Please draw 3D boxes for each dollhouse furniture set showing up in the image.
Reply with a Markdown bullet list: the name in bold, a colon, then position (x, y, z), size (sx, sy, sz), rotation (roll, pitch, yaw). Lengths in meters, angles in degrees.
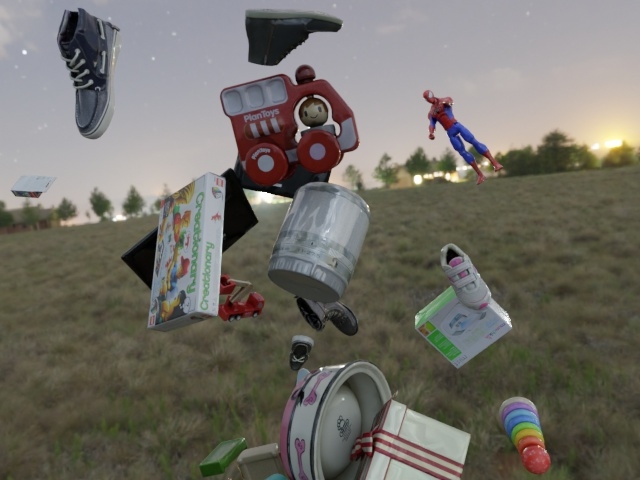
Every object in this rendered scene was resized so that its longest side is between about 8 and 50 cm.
- **dollhouse furniture set**: position (-0.199, 0.737, 1.695), size (0.302, 0.197, 0.151), rotation (-20, 0, 22)

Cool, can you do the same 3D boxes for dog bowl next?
- **dog bowl**: position (0.047, 0.537, 1.510), size (0.150, 0.407, 0.408), rotation (-3, 7, 37)

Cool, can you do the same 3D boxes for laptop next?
- **laptop**: position (-0.415, -0.026, 1.648), size (0.382, 0.408, 0.236), rotation (-43, 59, -16)

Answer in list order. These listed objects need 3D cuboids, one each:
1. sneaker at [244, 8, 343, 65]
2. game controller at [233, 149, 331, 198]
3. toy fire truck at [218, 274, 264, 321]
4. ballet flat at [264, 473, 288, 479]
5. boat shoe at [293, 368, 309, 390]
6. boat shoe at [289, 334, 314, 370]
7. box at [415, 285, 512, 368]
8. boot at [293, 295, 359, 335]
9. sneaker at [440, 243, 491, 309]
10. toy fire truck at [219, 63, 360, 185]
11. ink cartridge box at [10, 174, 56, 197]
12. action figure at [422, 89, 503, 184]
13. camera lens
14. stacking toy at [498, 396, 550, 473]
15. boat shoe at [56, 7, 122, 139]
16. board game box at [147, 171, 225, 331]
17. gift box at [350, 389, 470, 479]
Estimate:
- **sneaker**: position (-0.061, -0.458, 1.217), size (0.222, 0.118, 0.083), rotation (-3, 28, -12)
- **game controller**: position (-0.118, -0.216, 1.597), size (0.319, 0.166, 0.067), rotation (13, 5, 24)
- **toy fire truck**: position (-0.224, 0.156, 1.485), size (0.192, 0.135, 0.047), rotation (-2, 35, -48)
- **ballet flat**: position (-0.174, 0.663, 1.332), size (0.086, 0.086, 0.248), rotation (-2, 0, 45)
- **boat shoe**: position (-0.077, 0.608, 2.150), size (0.065, 0.183, 0.083), rotation (12, -18, 1)
- **boat shoe**: position (-0.071, 0.401, 1.898), size (0.078, 0.070, 0.219), rotation (11, -34, -1)
- **box**: position (0.524, 0.299, 1.988), size (0.262, 0.231, 0.127), rotation (-44, 5, 21)
- **boot**: position (0.018, 0.264, 1.863), size (0.091, 0.263, 0.229), rotation (-41, 1, 19)
- **sneaker**: position (0.446, 0.110, 1.706), size (0.103, 0.111, 0.252), rotation (-34, 48, 6)
- **toy fire truck**: position (-0.070, -0.275, 1.277), size (0.302, 0.253, 0.169), rotation (-13, 9, 10)
- **ink cartridge box**: position (-0.782, -0.148, 1.476), size (0.115, 0.029, 0.062), rotation (5, 51, 14)
- **action figure**: position (0.338, -0.270, 1.369), size (0.091, 0.280, 0.139), rotation (-40, -9, 36)
- **camera lens**: position (0.000, 0.000, 1.417), size (0.219, 0.274, 0.219), rotation (17, -22, 7)
- **stacking toy**: position (0.722, 0.689, 1.884), size (0.141, 0.141, 0.330), rotation (-6, 12, 11)
- **boat shoe**: position (-0.654, -0.461, 1.472), size (0.127, 0.340, 0.158), rotation (1, -7, 22)
- **board game box**: position (-0.283, 0.027, 1.142), size (0.193, 0.305, 0.053), rotation (-22, -30, 40)
- **gift box**: position (0.225, 0.571, 1.440), size (0.258, 0.276, 0.255), rotation (20, -32, 5)
